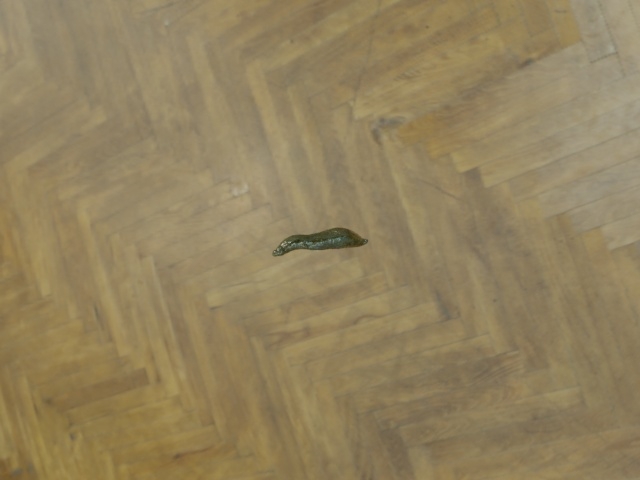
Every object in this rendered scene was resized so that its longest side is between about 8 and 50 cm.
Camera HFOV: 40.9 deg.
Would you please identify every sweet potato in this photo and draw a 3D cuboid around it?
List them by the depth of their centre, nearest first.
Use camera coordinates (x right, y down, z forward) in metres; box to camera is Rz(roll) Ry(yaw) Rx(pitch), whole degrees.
[{"bbox_3d":[0.000,0.000,0.934,0.026,0.115,0.026,175,90,-68],"label":"sweet potato"}]
